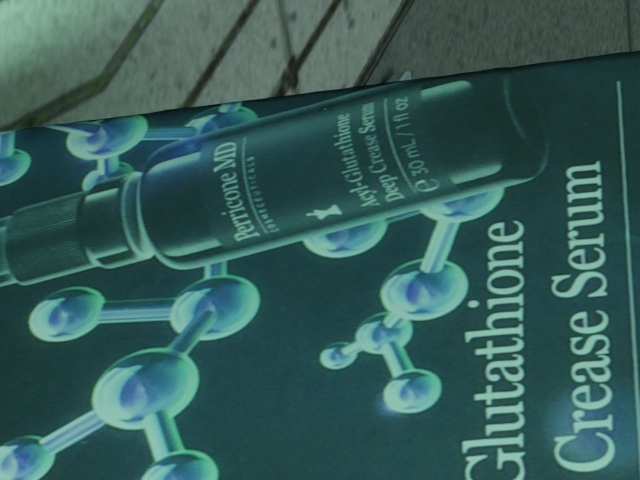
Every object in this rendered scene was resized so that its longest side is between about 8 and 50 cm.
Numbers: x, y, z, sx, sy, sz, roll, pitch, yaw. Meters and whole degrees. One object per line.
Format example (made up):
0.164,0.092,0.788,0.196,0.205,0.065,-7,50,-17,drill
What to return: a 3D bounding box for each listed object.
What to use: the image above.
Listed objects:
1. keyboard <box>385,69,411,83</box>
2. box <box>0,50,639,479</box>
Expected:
0.000,0.000,1.174,0.256,0.014,0.072,-54,144,-39,keyboard
0.010,0.110,0.736,0.294,0.395,0.212,-85,164,-47,box
